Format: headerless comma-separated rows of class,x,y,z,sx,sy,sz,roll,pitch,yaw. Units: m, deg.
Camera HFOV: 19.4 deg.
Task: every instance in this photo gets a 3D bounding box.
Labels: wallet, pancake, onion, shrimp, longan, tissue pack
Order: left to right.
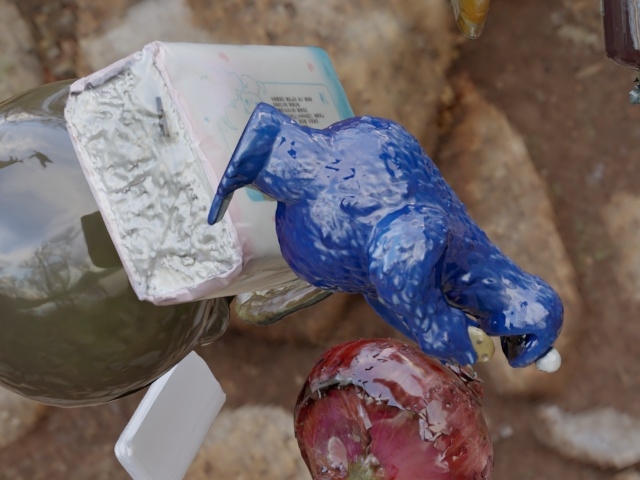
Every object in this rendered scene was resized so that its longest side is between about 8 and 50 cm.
longan,-0.230,0.003,1.845,0.361,0.361,0.361,-23,22,10
wallet,-0.164,0.201,2.070,0.033,0.095,0.190,-16,31,33
tissue pack,-0.066,-0.056,1.532,0.124,0.201,0.271,-31,-11,27
pancake,0.000,0.001,2.142,0.250,0.031,0.250,-38,23,19
onion,0.070,0.148,1.456,0.147,0.184,0.184,-35,23,-30
shrimp,0.066,-0.148,0.864,0.023,0.114,0.083,-1,-4,-6

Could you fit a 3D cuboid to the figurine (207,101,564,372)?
figurine,0.053,-0.005,1.215,0.120,0.262,0.164,-58,17,-4

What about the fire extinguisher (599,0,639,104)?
fire extinguisher,0.238,-0.185,1.304,0.099,0.231,0.071,-17,15,-37
